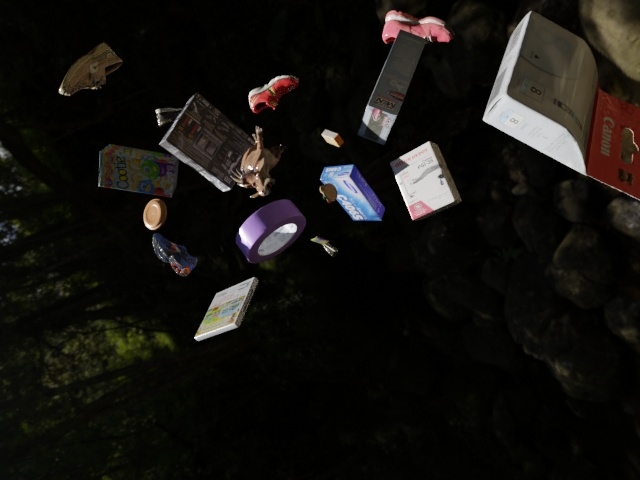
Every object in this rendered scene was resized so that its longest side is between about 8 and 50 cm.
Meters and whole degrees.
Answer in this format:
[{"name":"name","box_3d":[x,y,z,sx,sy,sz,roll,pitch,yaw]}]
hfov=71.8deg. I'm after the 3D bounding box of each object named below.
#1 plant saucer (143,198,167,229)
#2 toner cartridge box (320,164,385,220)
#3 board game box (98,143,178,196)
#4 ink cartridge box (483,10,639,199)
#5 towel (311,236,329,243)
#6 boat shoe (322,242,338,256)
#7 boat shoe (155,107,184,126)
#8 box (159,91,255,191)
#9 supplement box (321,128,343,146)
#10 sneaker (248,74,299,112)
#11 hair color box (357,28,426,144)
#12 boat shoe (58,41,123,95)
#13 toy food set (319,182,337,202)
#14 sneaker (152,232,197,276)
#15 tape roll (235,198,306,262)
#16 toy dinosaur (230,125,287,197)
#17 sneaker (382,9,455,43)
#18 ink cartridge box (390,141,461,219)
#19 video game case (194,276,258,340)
[{"name":"plant saucer","box_3d":[-0.444,-0.070,1.180,0.013,0.083,0.083,13,-132,-59]},{"name":"toner cartridge box","box_3d":[0.159,-0.218,2.100,0.348,0.165,0.075,46,-125,-43]},{"name":"board game box","box_3d":[-0.728,-0.284,1.788,0.144,0.275,0.142,-111,31,-63]},{"name":"ink cartridge box","box_3d":[0.571,-0.298,0.961,0.385,0.308,0.091,27,151,0]},{"name":"towel","box_3d":[0.000,0.000,2.268,0.083,0.060,0.009,16,-113,-28]},{"name":"boat shoe","box_3d":[0.037,0.039,2.353,0.049,0.042,0.133,-2,-148,-48]},{"name":"boat shoe","box_3d":[-0.546,-0.504,1.795,0.081,0.227,0.069,-128,33,-80]},{"name":"box","box_3d":[-0.426,-0.377,1.724,0.307,0.242,0.076,37,155,-30]},{"name":"supplement box","box_3d":[0.059,-0.499,2.158,0.098,0.036,0.062,33,171,44]},{"name":"sneaker","box_3d":[-0.216,-0.692,2.123,0.107,0.279,0.118,18,-123,-59]},{"name":"hair color box","box_3d":[0.264,-0.566,1.635,0.113,0.374,0.185,21,159,2]},{"name":"boat shoe","box_3d":[-0.816,-0.600,1.585,0.098,0.109,0.302,39,-138,-24]},{"name":"toy food set","box_3d":[0.038,-0.198,1.843,0.083,0.020,0.083,-25,-84,-41]},{"name":"sneaker","box_3d":[-0.565,0.047,1.710,0.221,0.083,0.087,41,-136,11]},{"name":"tape roll","box_3d":[-0.192,-0.034,1.727,0.090,0.275,0.275,50,-178,18]},{"name":"toy dinosaur","box_3d":[-0.211,-0.241,1.434,0.127,0.200,0.295,29,178,-17]},{"name":"sneaker","box_3d":[0.406,-0.861,1.866,0.313,0.136,0.116,23,-175,23]},{"name":"ink cartridge box","box_3d":[0.454,-0.255,1.925,0.117,0.207,0.283,-4,-109,-58]},{"name":"video game case","box_3d":[-0.331,0.243,1.565,0.026,0.227,0.206,47,-141,-26]}]
